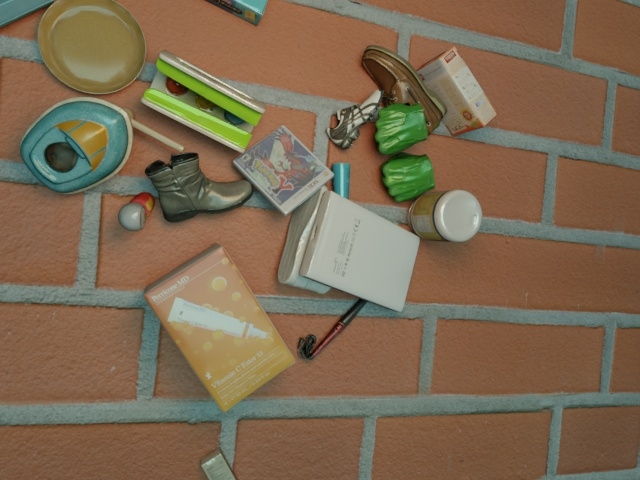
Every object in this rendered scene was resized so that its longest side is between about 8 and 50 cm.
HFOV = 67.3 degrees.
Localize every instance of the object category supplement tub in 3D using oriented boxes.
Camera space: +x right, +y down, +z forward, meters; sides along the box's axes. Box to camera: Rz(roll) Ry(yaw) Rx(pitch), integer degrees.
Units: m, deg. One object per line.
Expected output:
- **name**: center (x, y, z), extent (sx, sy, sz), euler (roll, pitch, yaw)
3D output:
- **supplement tub**: center (0.347, -0.069, 1.376), extent (0.144, 0.200, 0.144), euler (-1, 92, -17)

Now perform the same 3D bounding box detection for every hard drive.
- **hard drive**: center (0.120, 0.039, 1.324), extent (0.353, 0.047, 0.233), euler (24, 77, -33)

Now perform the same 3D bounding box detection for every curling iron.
- **curling iron**: center (0.045, 0.241, 1.376), extent (0.274, 0.035, 0.068), euler (-37, 103, -13)

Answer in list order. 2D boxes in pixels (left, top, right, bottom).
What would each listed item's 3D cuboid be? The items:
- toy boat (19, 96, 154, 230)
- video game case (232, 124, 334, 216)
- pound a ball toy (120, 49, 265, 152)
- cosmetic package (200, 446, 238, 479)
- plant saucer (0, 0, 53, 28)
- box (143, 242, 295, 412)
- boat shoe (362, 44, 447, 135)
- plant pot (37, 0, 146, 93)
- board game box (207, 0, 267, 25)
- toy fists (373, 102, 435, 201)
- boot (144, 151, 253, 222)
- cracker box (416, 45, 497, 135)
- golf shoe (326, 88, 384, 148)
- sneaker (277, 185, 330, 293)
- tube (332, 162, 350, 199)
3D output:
- **toy boat**: center (-0.505, -0.164, 1.098), extent (0.267, 0.148, 0.318), euler (-34, 113, 12)
- **video game case**: center (-0.096, -0.188, 1.267), extent (0.201, 0.023, 0.183), euler (45, 67, 8)
- **pound a ball toy**: center (-0.325, -0.322, 1.202), extent (0.319, 0.135, 0.208), euler (24, 110, -17)
- **cosmetic package**: center (-0.269, 0.622, 1.286), extent (0.060, 0.041, 0.115), euler (-26, 100, -15)
- **plant saucer**: center (-0.709, -0.527, 1.099), extent (0.192, 0.018, 0.067), euler (-34, 79, -14)
- **box**: center (-0.253, 0.209, 1.208), extent (0.215, 0.168, 0.345), euler (-34, 101, -14)
- **boat shoe**: center (0.230, -0.421, 1.371), extent (0.307, 0.111, 0.104), euler (36, 80, -16)
- **plant pot**: center (-0.544, -0.468, 1.158), extent (0.236, 0.032, 0.236), euler (-1, 92, -17)
- **board game box**: center (-0.217, -0.770, 1.227), extent (0.254, 0.079, 0.336), euler (20, 86, -18)
- **toy fists**: center (0.228, -0.247, 1.364), extent (0.142, 0.096, 0.279), euler (-17, 114, -5)
- **boot**: center (-0.291, -0.145, 1.188), extent (0.247, 0.083, 0.161), euler (-18, 132, -16)
- **cracker box**: center (0.387, -0.426, 1.398), extent (0.067, 0.156, 0.232), euler (-42, 104, -12)
- **golf shoe**: center (0.096, -0.353, 1.339), extent (0.094, 0.077, 0.198), euler (37, 91, -5)
- **sneaker**: center (0.000, 0.000, 1.330), extent (0.169, 0.108, 0.292), euler (23, 81, -32)
- **tube**: center (0.059, -0.112, 1.352), extent (0.052, 0.080, 0.207), euler (-1, 88, 9)
